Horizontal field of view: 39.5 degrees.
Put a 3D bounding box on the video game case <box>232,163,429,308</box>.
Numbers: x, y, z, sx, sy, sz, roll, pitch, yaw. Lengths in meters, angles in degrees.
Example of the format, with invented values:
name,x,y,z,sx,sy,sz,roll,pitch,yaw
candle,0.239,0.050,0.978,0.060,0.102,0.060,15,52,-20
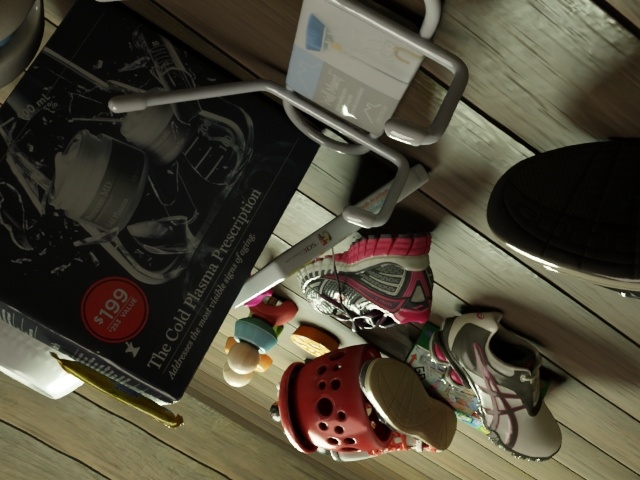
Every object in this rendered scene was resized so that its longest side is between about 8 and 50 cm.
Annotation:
name,x,y,z,sx,sy,sz,roll,pitch,yaw
video game case,0.000,0.000,1.028,0.026,0.206,0.227,56,157,-1

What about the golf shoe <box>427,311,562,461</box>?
name,x,y,z,sx,sy,sz,roll,pitch,yaw
golf shoe,0.274,0.213,1.275,0.273,0.105,0.120,47,135,-15

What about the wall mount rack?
name,x,y,z,sx,sy,sz,roll,pitch,yaw
wall mount rack,-0.039,-0.146,0.818,0.304,0.130,0.350,28,159,1

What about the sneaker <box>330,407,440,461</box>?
name,x,y,z,sx,sy,sz,roll,pitch,yaw
sneaker,0.152,0.376,1.746,0.145,0.090,0.270,3,-174,42

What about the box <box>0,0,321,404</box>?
name,x,y,z,sx,sy,sz,roll,pitch,yaw
box,-0.224,-0.037,1.006,0.312,0.343,0.179,31,161,-9

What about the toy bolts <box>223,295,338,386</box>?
name,x,y,z,sx,sy,sz,roll,pitch,yaw
toy bolts,-0.094,0.213,1.708,0.218,0.158,0.228,22,159,15

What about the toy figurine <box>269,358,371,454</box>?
name,x,y,z,sx,sy,sz,roll,pitch,yaw
toy figurine,-0.005,0.382,2.016,0.209,0.148,0.213,31,160,-9

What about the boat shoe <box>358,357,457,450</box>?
name,x,y,z,sx,sy,sz,roll,pitch,yaw
boat shoe,0.137,0.283,1.539,0.092,0.103,0.285,3,154,40

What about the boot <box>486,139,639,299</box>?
name,x,y,z,sx,sy,sz,roll,pitch,yaw
boot,0.355,0.050,0.790,0.377,0.138,0.284,7,151,34

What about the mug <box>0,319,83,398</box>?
name,x,y,z,sx,sy,sz,roll,pitch,yaw
mug,-0.589,0.131,1.898,0.374,0.328,0.276,31,159,-7

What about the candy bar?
name,x,y,z,sx,sy,sz,roll,pitch,yaw
candy bar,-0.219,0.162,0.960,0.161,0.018,0.040,28,164,-3

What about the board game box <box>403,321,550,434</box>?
name,x,y,z,sx,sy,sz,roll,pitch,yaw
board game box,0.243,0.246,1.521,0.213,0.046,0.317,26,160,8

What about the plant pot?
name,x,y,z,sx,sy,sz,roll,pitch,yaw
plant pot,0.029,0.293,1.629,0.174,0.191,0.191,-12,143,22

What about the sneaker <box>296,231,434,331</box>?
name,x,y,z,sx,sy,sz,roll,pitch,yaw
sneaker,0.051,0.068,1.183,0.120,0.112,0.299,-2,170,-20

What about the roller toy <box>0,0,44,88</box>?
name,x,y,z,sx,sy,sz,roll,pitch,yaw
roller toy,-0.384,-0.258,0.910,0.191,0.209,0.146,-8,167,-16

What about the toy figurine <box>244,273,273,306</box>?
name,x,y,z,sx,sy,sz,roll,pitch,yaw
toy figurine,-0.153,0.047,1.486,0.159,0.130,0.173,34,-177,-43
